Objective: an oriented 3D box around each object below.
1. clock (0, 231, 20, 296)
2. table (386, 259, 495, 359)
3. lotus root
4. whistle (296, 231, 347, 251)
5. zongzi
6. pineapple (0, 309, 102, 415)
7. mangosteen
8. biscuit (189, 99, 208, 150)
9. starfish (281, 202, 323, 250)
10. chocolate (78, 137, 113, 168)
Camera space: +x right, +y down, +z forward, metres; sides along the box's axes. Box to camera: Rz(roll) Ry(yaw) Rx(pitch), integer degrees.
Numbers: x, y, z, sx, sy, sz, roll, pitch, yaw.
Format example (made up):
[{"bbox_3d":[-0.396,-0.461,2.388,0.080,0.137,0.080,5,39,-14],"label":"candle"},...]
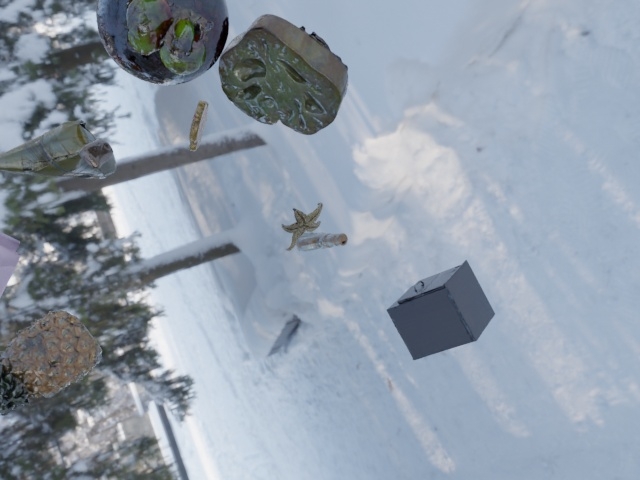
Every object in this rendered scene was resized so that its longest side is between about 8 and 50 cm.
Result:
[{"bbox_3d":[-0.884,0.108,1.574,0.275,0.290,0.080,-17,137,42],"label":"clock"},{"bbox_3d":[0.312,0.180,1.602,0.193,0.169,0.173,-27,92,37],"label":"table"},{"bbox_3d":[-0.109,-0.465,1.728,0.390,0.111,0.375,13,147,22],"label":"lotus root"},{"bbox_3d":[0.000,0.000,1.920,0.220,0.107,0.057,-4,101,51],"label":"whistle"},{"bbox_3d":[-0.750,-0.218,1.720,0.260,0.289,0.123,78,171,-80],"label":"zongzi"},{"bbox_3d":[-0.614,0.280,1.216,0.169,0.340,0.169,24,134,28],"label":"pineapple"},{"bbox_3d":[-0.351,-0.512,1.401,0.359,0.306,0.306,28,134,62],"label":"mangosteen"},{"bbox_3d":[-0.391,-0.368,1.942,0.225,0.036,0.166,-161,88,-81],"label":"biscuit"},{"bbox_3d":[-0.077,-0.061,2.478,0.043,0.241,0.227,34,-173,37],"label":"starfish"},{"bbox_3d":[-0.542,-0.220,1.498,0.064,0.101,0.031,44,120,-11],"label":"chocolate"}]
